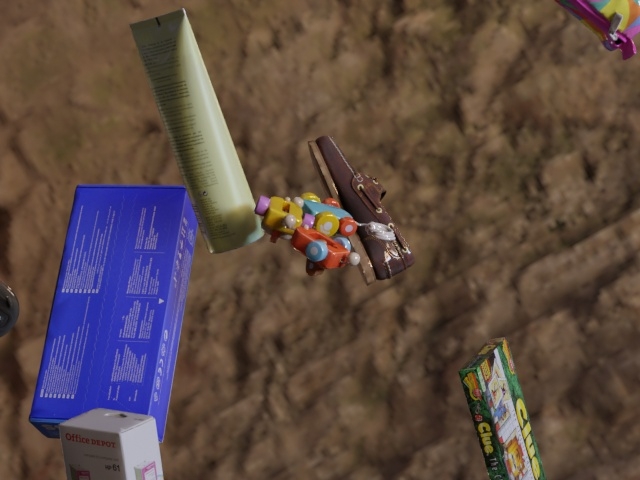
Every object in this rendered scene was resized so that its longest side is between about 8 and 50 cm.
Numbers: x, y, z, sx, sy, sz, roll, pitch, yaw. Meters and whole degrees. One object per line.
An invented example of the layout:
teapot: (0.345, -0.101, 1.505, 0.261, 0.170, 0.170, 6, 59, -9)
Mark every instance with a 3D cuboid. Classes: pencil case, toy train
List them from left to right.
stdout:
toy train: (0.000, 0.000, 1.415, 0.166, 0.125, 0.046, -13, 130, -65)
pencil case: (0.316, -0.333, 1.810, 0.104, 0.236, 0.104, -48, -165, 16)

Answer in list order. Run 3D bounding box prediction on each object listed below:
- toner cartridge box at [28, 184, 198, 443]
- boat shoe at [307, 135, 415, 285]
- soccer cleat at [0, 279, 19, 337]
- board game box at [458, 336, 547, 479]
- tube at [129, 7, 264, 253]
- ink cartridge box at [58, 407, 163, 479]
toner cartridge box: (-0.272, 0.094, 1.971, 0.165, 0.348, 0.075, 1, 154, 13)
boat shoe: (0.050, -0.044, 1.831, 0.073, 0.207, 0.073, -24, 163, -3)
soccer cleat: (-0.482, 0.025, 1.599, 0.116, 0.318, 0.109, -108, -143, -61)
board game box: (0.230, 0.257, 1.766, 0.030, 0.260, 0.136, -14, -172, 22)
tube: (-0.120, -0.107, 1.447, 0.070, 0.240, 0.062, -18, -168, 9)
ink cartridge box: (-0.197, 0.228, 1.407, 0.088, 0.122, 0.052, 1, -169, 38)
